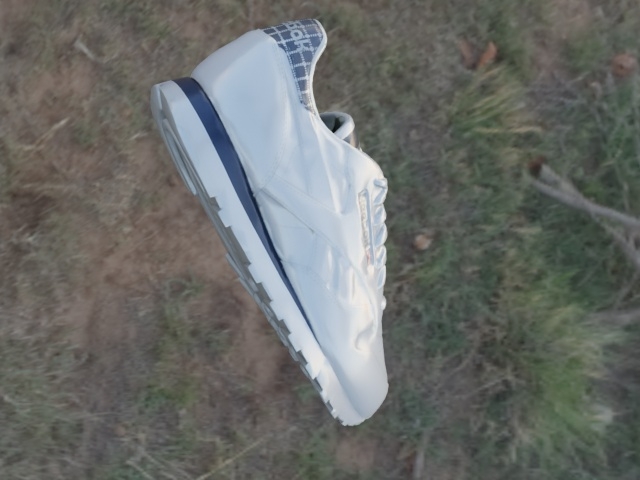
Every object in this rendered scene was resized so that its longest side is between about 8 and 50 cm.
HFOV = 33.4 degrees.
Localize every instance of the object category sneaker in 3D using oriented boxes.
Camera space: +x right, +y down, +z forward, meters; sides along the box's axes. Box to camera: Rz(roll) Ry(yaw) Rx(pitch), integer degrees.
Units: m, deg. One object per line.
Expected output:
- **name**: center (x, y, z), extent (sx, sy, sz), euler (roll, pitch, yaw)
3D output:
- **sneaker**: center (0.000, 0.000, 0.570), extent (0.095, 0.090, 0.235), euler (-32, 123, -12)
